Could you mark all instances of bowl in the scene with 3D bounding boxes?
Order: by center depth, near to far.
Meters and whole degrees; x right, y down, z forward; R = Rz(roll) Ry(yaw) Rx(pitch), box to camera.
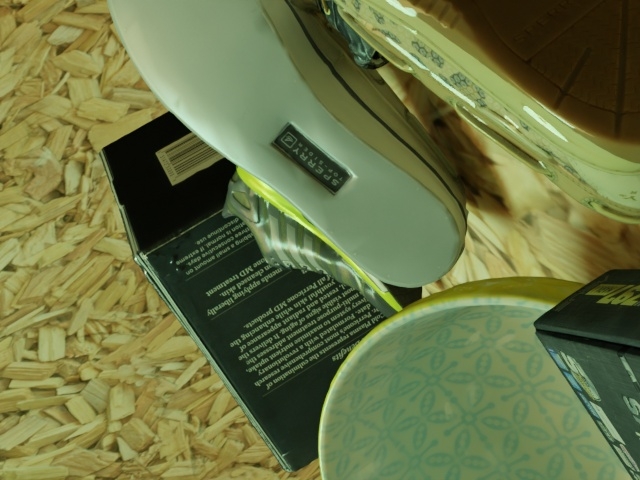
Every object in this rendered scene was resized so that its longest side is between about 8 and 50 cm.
[{"bbox_3d":[0.160,0.142,0.580,0.289,0.289,0.156,57,-145,-2],"label":"bowl"}]

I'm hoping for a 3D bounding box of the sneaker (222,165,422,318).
[{"bbox_3d":[0.000,0.000,1.078,0.300,0.111,0.121,42,125,13],"label":"sneaker"}]

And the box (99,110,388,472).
[{"bbox_3d":[-0.105,0.036,1.449,0.471,0.297,0.480,63,173,-31],"label":"box"}]

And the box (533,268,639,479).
[{"bbox_3d":[0.197,0.120,0.348,0.232,0.059,0.183,56,174,-2],"label":"box"}]

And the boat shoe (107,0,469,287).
[{"bbox_3d":[-0.008,-0.131,0.721,0.367,0.136,0.156,41,-149,-6],"label":"boat shoe"}]

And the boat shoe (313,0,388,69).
[{"bbox_3d":[0.030,-0.180,0.583,0.083,0.065,0.183,56,180,7],"label":"boat shoe"}]

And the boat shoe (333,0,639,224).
[{"bbox_3d":[0.065,-0.118,0.427,0.285,0.105,0.089,53,169,28],"label":"boat shoe"}]
